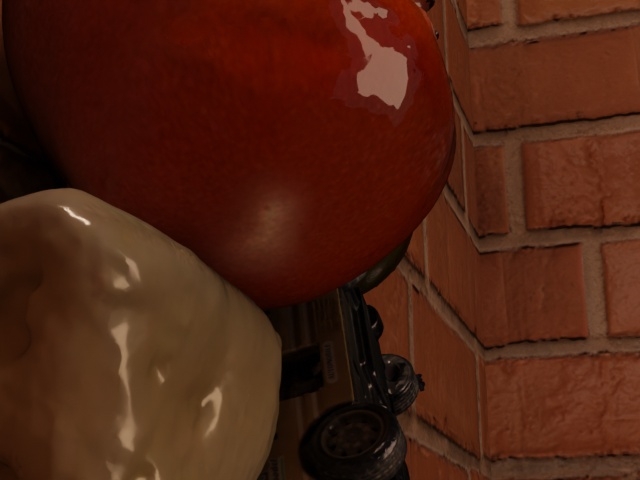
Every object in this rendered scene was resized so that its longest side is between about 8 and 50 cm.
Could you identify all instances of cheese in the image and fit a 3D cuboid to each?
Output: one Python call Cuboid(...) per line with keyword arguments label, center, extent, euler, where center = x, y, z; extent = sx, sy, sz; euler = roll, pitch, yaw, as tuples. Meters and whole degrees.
Cuboid(label="cheese", center=(-0.127, 0.117, 0.676), extent=(0.248, 0.173, 0.251), euler=(22, 65, -66))

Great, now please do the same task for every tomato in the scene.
Cuboid(label="tomato", center=(-0.071, -0.119, 0.789), extent=(0.341, 0.272, 0.341), euler=(55, -1, 1))

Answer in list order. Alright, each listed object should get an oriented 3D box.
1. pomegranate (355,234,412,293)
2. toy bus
Cuboid(label="pomegranate", center=(0.000, 0.000, 1.212), extent=(0.210, 0.180, 0.180), euler=(-61, 161, -1))
Cuboid(label="toy bus", center=(-0.024, 0.147, 0.880), extent=(0.365, 0.201, 0.177), euler=(-98, 168, -56))
